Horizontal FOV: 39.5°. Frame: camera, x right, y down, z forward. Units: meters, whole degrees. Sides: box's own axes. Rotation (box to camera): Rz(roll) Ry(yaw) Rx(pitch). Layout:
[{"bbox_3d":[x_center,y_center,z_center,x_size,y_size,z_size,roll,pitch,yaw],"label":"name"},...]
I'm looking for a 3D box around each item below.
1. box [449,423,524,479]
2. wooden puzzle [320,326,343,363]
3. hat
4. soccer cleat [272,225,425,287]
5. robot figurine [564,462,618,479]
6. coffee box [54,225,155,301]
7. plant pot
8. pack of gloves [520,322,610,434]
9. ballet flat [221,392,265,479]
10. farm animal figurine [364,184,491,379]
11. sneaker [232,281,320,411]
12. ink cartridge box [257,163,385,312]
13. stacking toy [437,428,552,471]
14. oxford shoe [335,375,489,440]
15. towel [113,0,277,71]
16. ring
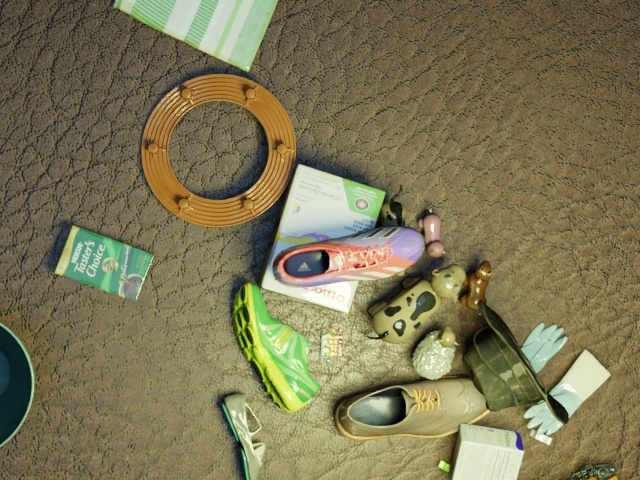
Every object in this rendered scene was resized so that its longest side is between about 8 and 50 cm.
[{"bbox_3d":[0.361,0.479,1.942,0.137,0.072,0.126,9,112,2],"label":"box"},{"bbox_3d":[0.025,0.233,1.987,0.049,0.006,0.083,2,89,-9],"label":"wooden puzzle"},{"bbox_3d":[0.384,0.286,1.877,0.134,0.331,0.331,-37,95,8],"label":"hat"},{"bbox_3d":[0.060,0.037,1.807,0.319,0.116,0.108,-10,89,-1],"label":"soccer cleat"},{"bbox_3d":[0.584,0.630,2.027,0.291,0.085,0.211,-26,93,-8],"label":"robot figurine"},{"bbox_3d":[-0.459,0.050,1.898,0.184,0.040,0.113,22,86,-8],"label":"coffee box"},{"bbox_3d":[-0.707,0.276,1.778,0.290,0.195,0.290,0,89,-9],"label":"plant pot"},{"bbox_3d":[0.513,0.317,2.045,0.232,0.046,0.195,-42,81,-14],"label":"pack of gloves"},{"bbox_3d":[-0.154,0.432,1.925,0.068,0.072,0.213,-17,92,-15],"label":"ballet flat"},{"bbox_3d":[0.216,0.094,1.935,0.330,0.172,0.326,34,84,-7],"label":"farm animal figurine"},{"bbox_3d":[-0.097,0.224,1.934,0.124,0.109,0.295,-26,91,-31],"label":"sneaker"},{"bbox_3d":[0.000,0.000,1.931,0.202,0.117,0.278,17,87,-7],"label":"ink cartridge box"},{"bbox_3d":[0.398,0.482,2.018,0.221,0.052,0.166,25,85,-7],"label":"stacking toy"},{"bbox_3d":[0.218,0.365,1.938,0.364,0.132,0.129,-11,72,-9],"label":"oxford shoe"},{"bbox_3d":[-0.259,-0.547,1.945,0.325,0.038,0.247,23,87,-9],"label":"towel"},{"bbox_3d":[-0.221,-0.196,1.913,0.337,0.032,0.336,0,85,1],"label":"ring"}]
